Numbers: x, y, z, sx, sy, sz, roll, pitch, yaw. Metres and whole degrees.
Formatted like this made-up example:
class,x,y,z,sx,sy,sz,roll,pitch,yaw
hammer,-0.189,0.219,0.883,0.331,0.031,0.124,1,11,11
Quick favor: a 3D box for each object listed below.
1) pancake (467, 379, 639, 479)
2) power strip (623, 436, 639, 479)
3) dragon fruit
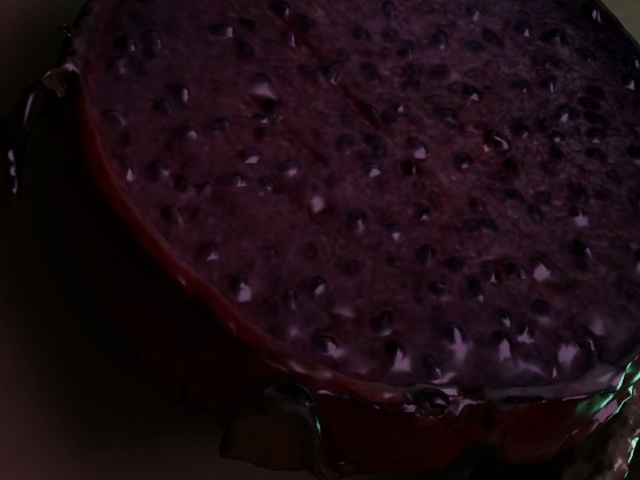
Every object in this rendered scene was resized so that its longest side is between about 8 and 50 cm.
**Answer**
class,x,y,z,sx,sy,sz,roll,pitch,yaw
pancake,0.116,0.057,0.649,0.057,0.244,0.266,31,18,-5
power strip,0.192,0.054,0.840,0.154,0.078,0.154,19,64,-45
dragon fruit,0.004,0.000,0.605,0.218,0.148,0.224,38,53,5
